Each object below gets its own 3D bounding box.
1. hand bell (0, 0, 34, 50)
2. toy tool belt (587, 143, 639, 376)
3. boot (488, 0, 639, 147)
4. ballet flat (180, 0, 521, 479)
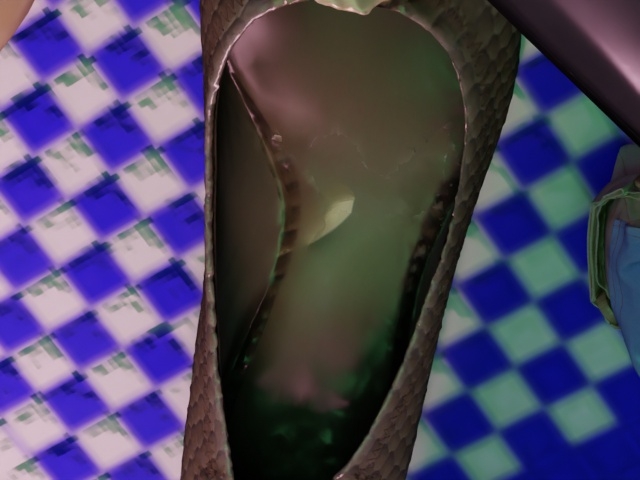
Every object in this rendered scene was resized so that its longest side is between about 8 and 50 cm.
[{"bbox_3d":[-0.089,-0.066,0.366,0.126,0.242,0.126,-3,101,-17],"label":"hand bell"},{"bbox_3d":[0.096,0.018,0.511,0.052,0.051,0.083,-8,117,11],"label":"toy tool belt"},{"bbox_3d":[0.117,-0.200,0.341,0.445,0.146,0.367,42,113,-15],"label":"boot"},{"bbox_3d":[0.000,0.000,0.510,0.084,0.058,0.250,10,118,1],"label":"ballet flat"}]
